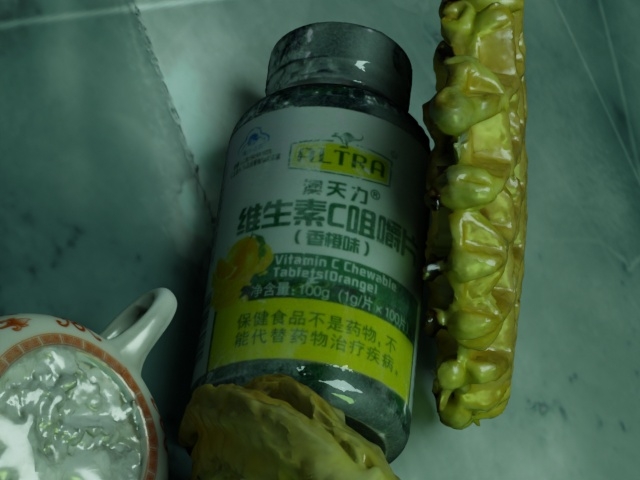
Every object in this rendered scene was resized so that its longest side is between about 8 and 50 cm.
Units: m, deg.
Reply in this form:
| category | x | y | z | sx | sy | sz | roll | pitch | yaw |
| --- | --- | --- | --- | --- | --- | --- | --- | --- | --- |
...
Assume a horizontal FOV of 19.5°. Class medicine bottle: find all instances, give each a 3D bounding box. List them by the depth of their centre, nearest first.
| category | x | y | z | sx | sy | sz | roll | pitch | yaw |
| --- | --- | --- | --- | --- | --- | --- | --- | --- | --- |
| medicine bottle | 0.000 | 0.000 | 1.222 | 0.141 | 0.141 | 0.293 | 28 | 53 | -31 |

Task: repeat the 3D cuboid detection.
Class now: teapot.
| category | x | y | z | sx | sy | sz | roll | pitch | yaw |
| --- | --- | --- | --- | --- | --- | --- | --- | --- | --- |
| teapot | -0.154 | 0.112 | 1.048 | 0.159 | 0.116 | 0.245 | 35 | 51 | -11 |

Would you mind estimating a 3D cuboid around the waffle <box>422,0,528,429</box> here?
| category | x | y | z | sx | sy | sz | roll | pitch | yaw |
| --- | --- | --- | --- | --- | --- | --- | --- | --- | --- |
| waffle | 0.108 | -0.022 | 1.259 | 0.329 | 0.062 | 0.329 | 1 | 90 | -81 |

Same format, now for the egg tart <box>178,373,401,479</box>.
| category | x | y | z | sx | sy | sz | roll | pitch | yaw |
| --- | --- | --- | --- | --- | --- | --- | --- | --- | --- |
| egg tart | -0.001 | 0.224 | 1.047 | 0.128 | 0.319 | 0.319 | -34 | 96 | -19 |
